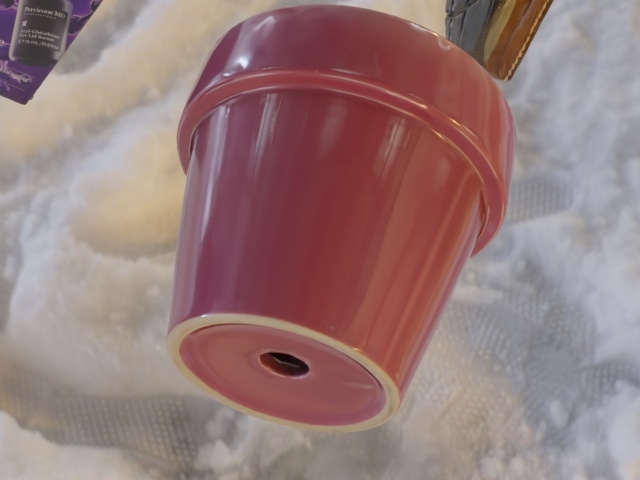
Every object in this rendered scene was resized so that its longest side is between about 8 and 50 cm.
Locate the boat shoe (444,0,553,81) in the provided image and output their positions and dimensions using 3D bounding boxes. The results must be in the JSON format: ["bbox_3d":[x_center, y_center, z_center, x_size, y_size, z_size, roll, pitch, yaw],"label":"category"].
[{"bbox_3d":[0.191,-0.268,0.803,0.120,0.324,0.122,13,21,-17],"label":"boat shoe"}]

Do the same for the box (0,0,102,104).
[{"bbox_3d":[-0.256,-0.230,0.883,0.153,0.207,0.108,20,47,-31],"label":"box"}]

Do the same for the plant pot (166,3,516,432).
[{"bbox_3d":[0.000,0.000,0.630,0.201,0.201,0.180,11,59,9],"label":"plant pot"}]
